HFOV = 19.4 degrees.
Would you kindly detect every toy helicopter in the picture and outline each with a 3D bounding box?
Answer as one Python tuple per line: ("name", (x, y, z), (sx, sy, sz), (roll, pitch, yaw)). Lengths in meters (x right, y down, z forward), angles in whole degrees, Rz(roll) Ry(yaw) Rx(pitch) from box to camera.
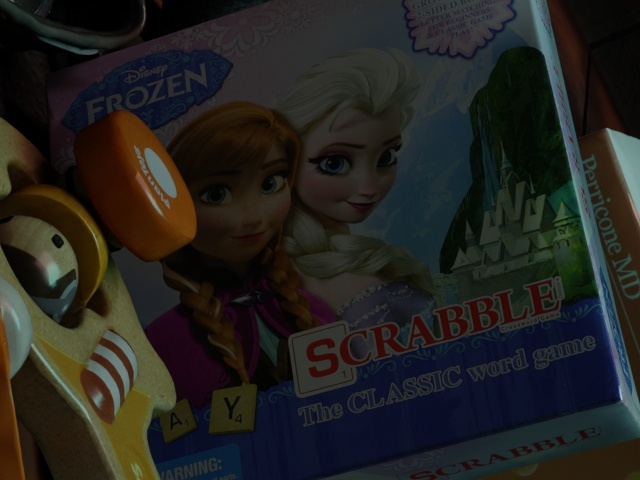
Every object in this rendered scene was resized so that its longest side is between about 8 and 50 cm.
("toy helicopter", (-0.121, 0.086, 0.922), (0.355, 0.140, 0.235), (65, 12, 16))

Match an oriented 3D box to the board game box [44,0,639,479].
("board game box", (0.000, 0.000, 1.097), (0.066, 0.318, 0.318), (51, 26, -58))

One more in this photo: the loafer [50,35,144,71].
("loafer", (-0.126, -0.095, 1.276), (0.080, 0.078, 0.220), (33, 40, -58))

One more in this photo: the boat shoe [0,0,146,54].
("boat shoe", (-0.189, -0.187, 1.070), (0.335, 0.095, 0.112), (43, 56, -73))

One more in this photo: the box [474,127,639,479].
("box", (0.088, 0.091, 1.242), (0.168, 0.345, 0.215), (6, 64, -68))

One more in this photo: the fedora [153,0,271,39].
("fedora", (-0.022, -0.110, 1.383), (0.334, 0.334, 0.152), (54, 54, -33))
